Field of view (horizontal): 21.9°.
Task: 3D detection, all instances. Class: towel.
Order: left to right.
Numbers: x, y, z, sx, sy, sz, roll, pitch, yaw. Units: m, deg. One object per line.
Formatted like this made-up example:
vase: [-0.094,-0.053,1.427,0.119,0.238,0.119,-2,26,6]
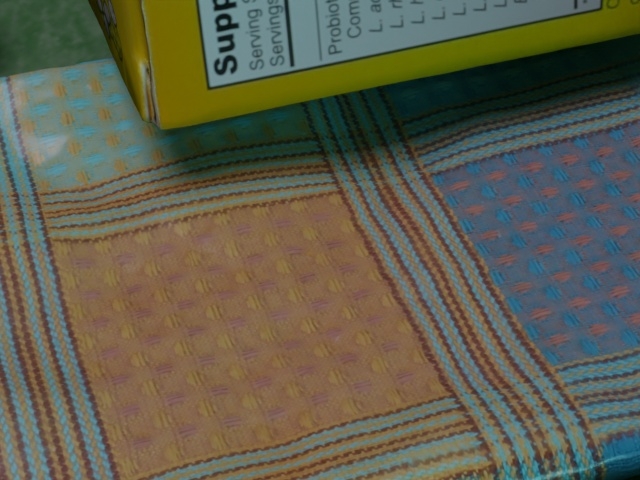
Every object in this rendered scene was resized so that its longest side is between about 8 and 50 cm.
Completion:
towel: [0.000,0.000,0.614,0.370,0.040,0.271,-13,43,-15]

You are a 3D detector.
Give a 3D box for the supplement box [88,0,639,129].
supplement box: [0.070,-0.203,0.671,0.356,0.194,0.195,-12,33,-12]
